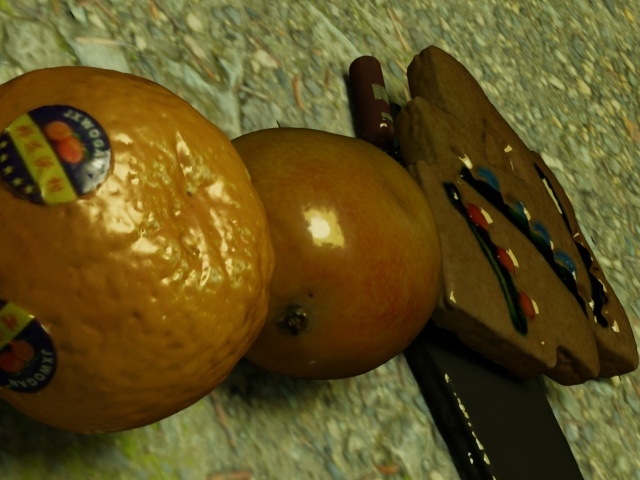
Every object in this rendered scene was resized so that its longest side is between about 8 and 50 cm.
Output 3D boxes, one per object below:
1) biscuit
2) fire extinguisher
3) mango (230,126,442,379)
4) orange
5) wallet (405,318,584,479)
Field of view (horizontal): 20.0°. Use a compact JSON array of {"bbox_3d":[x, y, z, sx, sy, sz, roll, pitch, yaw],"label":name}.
[{"bbox_3d":[0.130,0.003,1.249,0.278,0.043,0.301,55,24,-7],"label":"biscuit"},{"bbox_3d":[0.043,-0.082,1.290,0.046,0.032,0.100,72,7,-52],"label":"fire extinguisher"},{"bbox_3d":[0.002,0.005,1.046,0.152,0.120,0.221,57,23,12],"label":"mango"},{"bbox_3d":[-0.109,0.005,0.863,0.177,0.155,0.178,25,45,-28],"label":"orange"},{"bbox_3d":[0.128,0.134,1.168,0.124,0.025,0.244,10,48,-52],"label":"wallet"}]
